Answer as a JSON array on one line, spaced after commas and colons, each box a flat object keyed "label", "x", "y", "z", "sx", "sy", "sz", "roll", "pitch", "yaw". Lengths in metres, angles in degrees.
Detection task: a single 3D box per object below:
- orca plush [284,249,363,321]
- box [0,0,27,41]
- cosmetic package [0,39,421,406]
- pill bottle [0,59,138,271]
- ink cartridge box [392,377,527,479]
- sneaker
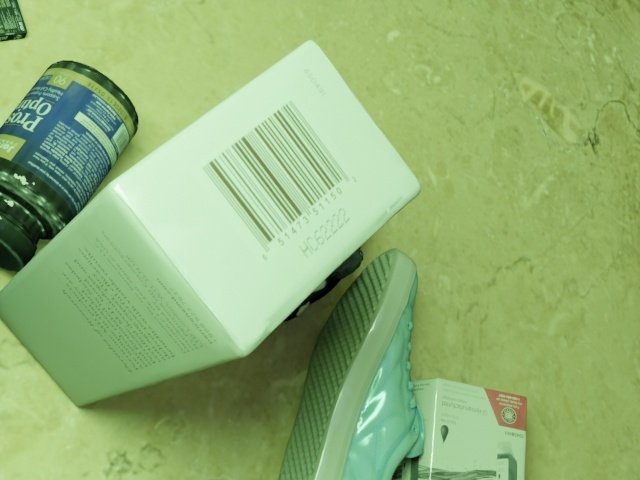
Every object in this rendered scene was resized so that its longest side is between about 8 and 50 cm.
[{"label": "orca plush", "x": 0.000, "y": 0.000, "z": 1.203, "sx": 0.151, "sy": 0.102, "sz": 0.287, "roll": 4, "pitch": 55, "yaw": 17}, {"label": "box", "x": -0.386, "y": -0.272, "z": 1.072, "sx": 0.067, "sy": 0.018, "sz": 0.083, "roll": -17, "pitch": 86, "yaw": -32}, {"label": "cosmetic package", "x": -0.137, "y": 0.012, "z": 0.881, "sx": 0.230, "sy": 0.453, "sz": 0.161, "roll": -42, "pitch": 99, "yaw": -31}, {"label": "pill bottle", "x": -0.303, "y": -0.080, "z": 1.007, "sx": 0.122, "sy": 0.122, "sz": 0.219, "roll": 37, "pitch": 61, "yaw": -16}, {"label": "ink cartridge box", "x": 0.180, "y": 0.301, "z": 1.200, "sx": 0.158, "sy": 0.092, "sz": 0.218, "roll": 15, "pitch": 71, "yaw": -26}, {"label": "sneaker", "x": 0.067, "y": 0.196, "z": 1.148, "sx": 0.150, "sy": 0.135, "sz": 0.366, "roll": 27, "pitch": 76, "yaw": -23}]
